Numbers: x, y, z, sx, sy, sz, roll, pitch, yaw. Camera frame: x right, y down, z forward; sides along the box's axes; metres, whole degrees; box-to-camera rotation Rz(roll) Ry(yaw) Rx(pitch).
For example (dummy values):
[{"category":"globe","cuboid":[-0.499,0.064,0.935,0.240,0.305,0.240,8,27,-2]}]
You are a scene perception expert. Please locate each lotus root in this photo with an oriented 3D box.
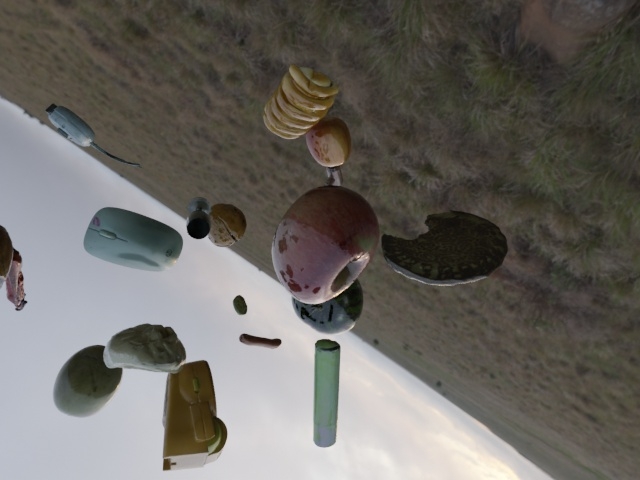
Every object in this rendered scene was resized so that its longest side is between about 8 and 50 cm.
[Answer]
[{"category":"lotus root","cuboid":[-0.936,0.021,1.193,0.188,0.180,0.199,23,147,-31]}]

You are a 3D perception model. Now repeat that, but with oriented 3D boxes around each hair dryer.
[{"category":"hair dryer","cuboid":[0.038,-0.252,1.949,0.064,0.182,0.117,17,154,23]}]

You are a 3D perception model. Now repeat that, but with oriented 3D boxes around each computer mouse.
[{"category":"computer mouse","cuboid":[-0.532,0.007,1.290,0.097,0.159,0.288,25,180,37]}]

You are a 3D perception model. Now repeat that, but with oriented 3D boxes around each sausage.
[{"category":"sausage","cuboid":[-0.207,0.357,1.552,0.186,0.043,0.043,22,-177,-44]}]

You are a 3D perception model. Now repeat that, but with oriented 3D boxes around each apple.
[{"category":"apple","cuboid":[0.000,0.000,1.262,0.269,0.345,0.345,45,177,24]},{"category":"apple","cuboid":[0.037,-0.375,1.681,0.199,0.199,0.199,34,172,5]}]

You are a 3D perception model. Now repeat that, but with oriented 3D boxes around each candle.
[{"category":"candle","cuboid":[-1.008,0.133,1.450,0.059,0.302,0.084,-2,-139,-29]}]

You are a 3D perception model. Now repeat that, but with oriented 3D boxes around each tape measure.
[{"category":"tape measure","cuboid":[-0.781,-0.334,1.509,0.330,0.084,0.164,39,172,-9]}]

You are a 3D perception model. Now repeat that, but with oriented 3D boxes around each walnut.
[{"category":"walnut","cuboid":[-0.384,-0.072,1.681,0.211,0.167,0.087,40,179,36]}]

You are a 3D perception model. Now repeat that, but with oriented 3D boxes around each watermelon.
[{"category":"watermelon","cuboid":[0.031,0.211,1.597,0.269,0.269,0.269,34,172,5]}]

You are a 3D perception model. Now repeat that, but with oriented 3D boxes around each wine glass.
[{"category":"wine glass","cuboid":[-0.297,-0.056,1.077,0.066,0.066,0.198,38,-176,-22]}]

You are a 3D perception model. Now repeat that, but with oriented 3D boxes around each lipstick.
[{"category":"lipstick","cuboid":[0.017,0.423,1.226,0.076,0.304,0.076,1,-167,0]}]

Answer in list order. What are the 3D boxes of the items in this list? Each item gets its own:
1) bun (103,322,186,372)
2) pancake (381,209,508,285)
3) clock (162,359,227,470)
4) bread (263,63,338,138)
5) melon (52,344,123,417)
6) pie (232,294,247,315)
[{"category":"bun","cuboid":[-0.485,0.301,1.236,0.231,0.133,0.231,6,161,2]},{"category":"pancake","cuboid":[0.285,0.010,1.031,0.286,0.288,0.033,5,125,17]},{"category":"clock","cuboid":[-0.419,0.552,1.427,0.200,0.317,0.244,-1,145,-24]},{"category":"bread","cuboid":[-0.074,-0.423,1.408,0.172,0.121,0.311,13,160,-22]},{"category":"melon","cuboid":[-1.052,0.634,2.010,0.268,0.330,0.268,11,147,7]},{"category":"pie","cuboid":[-0.313,0.255,1.722,0.017,0.085,0.085,-14,146,25]}]
